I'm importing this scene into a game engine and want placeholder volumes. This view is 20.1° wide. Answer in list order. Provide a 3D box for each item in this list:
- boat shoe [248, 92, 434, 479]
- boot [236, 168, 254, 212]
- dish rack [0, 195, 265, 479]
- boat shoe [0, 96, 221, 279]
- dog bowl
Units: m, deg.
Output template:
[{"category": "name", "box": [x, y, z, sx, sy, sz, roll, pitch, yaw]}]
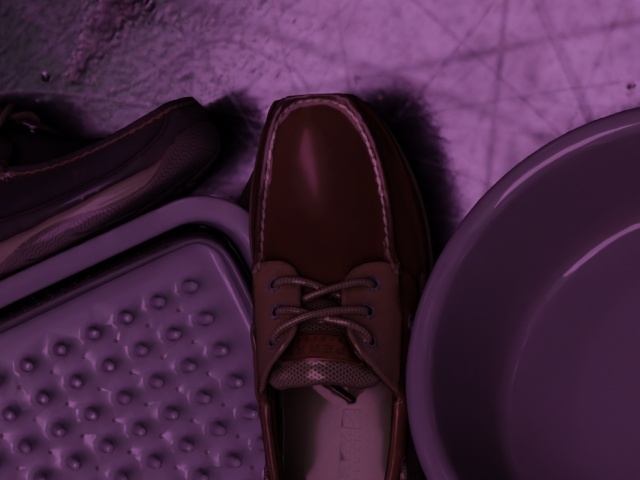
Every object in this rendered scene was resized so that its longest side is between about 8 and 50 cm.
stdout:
[{"category": "boat shoe", "box": [0.014, 0.068, 1.140, 0.122, 0.120, 0.324, -5, 91, 6]}, {"category": "boot", "box": [0.000, 0.000, 1.230, 0.114, 0.037, 0.106, -2, 83, 14]}, {"category": "dish rack", "box": [-0.149, 0.152, 1.208, 0.333, 0.072, 0.285, -26, 95, -12]}, {"category": "boat shoe", "box": [-0.241, -0.032, 1.250, 0.355, 0.132, 0.130, -23, 90, 17]}, {"category": "dog bowl", "box": [0.206, 0.074, 1.053, 0.349, 0.102, 0.349, -13, 60, 23]}]
